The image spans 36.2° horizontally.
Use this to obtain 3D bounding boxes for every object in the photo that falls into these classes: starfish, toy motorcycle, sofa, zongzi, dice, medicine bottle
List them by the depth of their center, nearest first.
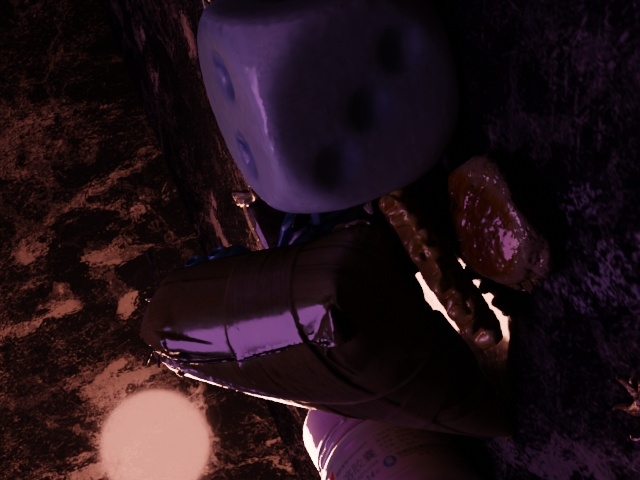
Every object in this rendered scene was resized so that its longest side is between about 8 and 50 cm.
[{"bbox_3d":[0.353,0.185,1.088,0.091,0.028,0.078,120,133,-74],"label":"starfish"},{"bbox_3d":[0.006,-0.207,1.282,0.264,0.268,0.262,41,149,58],"label":"dice"},{"bbox_3d":[-0.020,0.202,1.468,0.500,0.218,0.467,-10,131,36],"label":"zongzi"},{"bbox_3d":[-0.042,0.014,1.567,0.232,0.416,0.172,58,-152,-24],"label":"toy motorcycle"},{"bbox_3d":[-0.021,-0.032,1.738,0.182,0.200,0.258,140,109,-76],"label":"sofa"},{"bbox_3d":[0.122,0.414,1.745,0.325,0.256,0.256,-129,23,-52],"label":"medicine bottle"}]

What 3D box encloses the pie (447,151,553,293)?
[{"bbox_3d":[0.213,-0.024,1.194,0.193,0.079,0.163,-136,33,-61],"label":"pie"}]

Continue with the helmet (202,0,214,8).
[{"bbox_3d":[-0.179,-0.434,1.917,0.153,0.107,0.177,93,171,-62],"label":"helmet"}]

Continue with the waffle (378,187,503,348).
[{"bbox_3d":[0.164,0.038,1.321,0.249,0.056,0.253,57,-172,10],"label":"waffle"}]
